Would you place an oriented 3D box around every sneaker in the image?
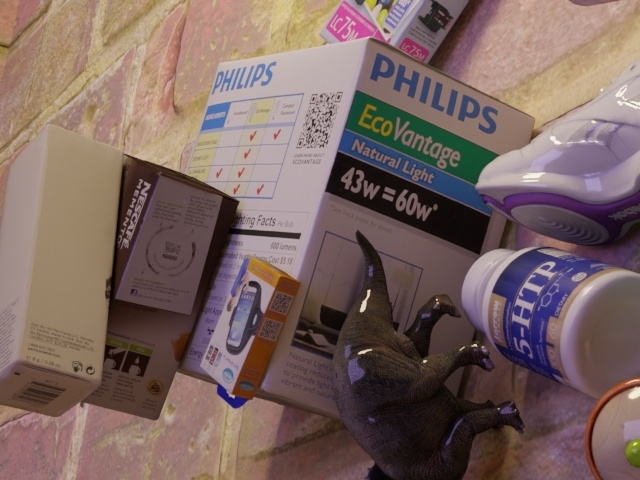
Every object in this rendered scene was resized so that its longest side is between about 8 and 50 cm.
[{"bbox_3d":[0.273,-0.084,1.244,0.305,0.114,0.152,-12,54,47],"label":"sneaker"}]

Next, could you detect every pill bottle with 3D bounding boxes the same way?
[{"bbox_3d":[0.209,0.065,1.228,0.186,0.112,0.112,20,89,61],"label":"pill bottle"}]

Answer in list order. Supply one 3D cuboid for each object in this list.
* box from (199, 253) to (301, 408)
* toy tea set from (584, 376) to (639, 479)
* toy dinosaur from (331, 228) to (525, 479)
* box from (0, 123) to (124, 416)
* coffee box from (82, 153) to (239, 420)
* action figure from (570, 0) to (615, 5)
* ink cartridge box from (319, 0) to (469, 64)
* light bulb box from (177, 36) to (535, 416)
[{"bbox_3d":[-0.070,0.087,1.308,0.081,0.028,0.136,28,94,60],"label":"box"},{"bbox_3d":[0.292,0.055,0.945,0.200,0.124,0.336,7,94,28],"label":"toy tea set"},{"bbox_3d":[0.081,0.147,1.275,0.160,0.314,0.121,-25,13,-10],"label":"toy dinosaur"},{"bbox_3d":[-0.273,0.030,1.414,0.113,0.094,0.275,-34,45,47],"label":"box"},{"bbox_3d":[-0.191,0.046,1.466,0.141,0.098,0.247,27,97,61],"label":"coffee box"},{"bbox_3d":[0.315,-0.439,1.346,0.248,0.276,0.370,-9,34,7],"label":"action figure"},{"bbox_3d":[0.130,-0.336,1.659,0.311,0.065,0.186,-54,32,11],"label":"ink cartridge box"},{"bbox_3d":[0.000,0.000,1.503,0.358,0.225,0.361,4,75,60],"label":"light bulb box"}]
